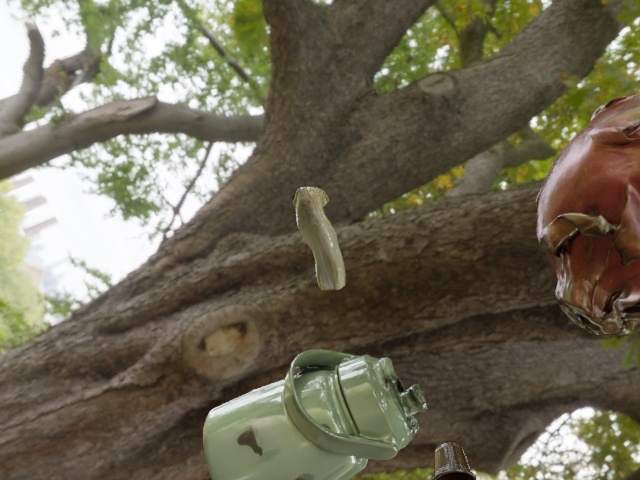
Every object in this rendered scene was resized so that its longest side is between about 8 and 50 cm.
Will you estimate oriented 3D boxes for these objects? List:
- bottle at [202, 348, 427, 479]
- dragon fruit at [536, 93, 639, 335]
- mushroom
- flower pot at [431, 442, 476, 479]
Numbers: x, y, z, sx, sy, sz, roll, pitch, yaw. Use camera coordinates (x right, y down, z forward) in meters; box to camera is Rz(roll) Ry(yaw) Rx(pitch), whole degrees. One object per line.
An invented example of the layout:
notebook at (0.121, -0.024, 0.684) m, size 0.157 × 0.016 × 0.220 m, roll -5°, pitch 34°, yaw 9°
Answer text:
bottle at (-0.001, 0.305, 1.105) m, size 0.229 × 0.351 × 0.229 m, roll 62°, pitch 8°, yaw -16°
dragon fruit at (0.367, -0.042, 0.757) m, size 0.250 × 0.250 × 0.315 m, roll 27°, pitch -82°, yaw 58°
mushroom at (0.003, -0.001, 1.150) m, size 0.059 × 0.054 × 0.202 m, roll -35°, pitch -121°, yaw 31°
flower pot at (0.317, 0.550, 1.635) m, size 0.089 × 0.111 × 0.111 m, roll -94°, pitch 177°, yaw -48°
